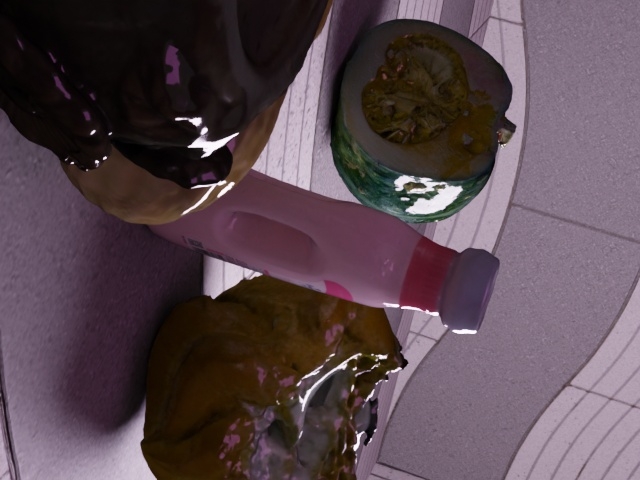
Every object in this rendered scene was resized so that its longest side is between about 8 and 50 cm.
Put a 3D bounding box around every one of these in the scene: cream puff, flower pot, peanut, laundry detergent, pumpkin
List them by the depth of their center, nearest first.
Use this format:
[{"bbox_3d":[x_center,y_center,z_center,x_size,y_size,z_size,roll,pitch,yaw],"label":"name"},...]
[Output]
[{"bbox_3d":[-0.110,-0.181,0.622,0.302,0.213,0.302,18,90,-77],"label":"flower pot"},{"bbox_3d":[-0.084,-0.154,0.888,0.340,0.158,0.174,-60,160,-25],"label":"peanut"},{"bbox_3d":[0.000,0.000,1.073,0.159,0.335,0.088,70,39,-70],"label":"laundry detergent"},{"bbox_3d":[-0.077,0.160,1.303,0.274,0.269,0.324,-143,-112,-66],"label":"cream puff"},{"bbox_3d":[0.147,-0.155,1.709,0.197,0.263,0.293,100,14,-58],"label":"pumpkin"}]
